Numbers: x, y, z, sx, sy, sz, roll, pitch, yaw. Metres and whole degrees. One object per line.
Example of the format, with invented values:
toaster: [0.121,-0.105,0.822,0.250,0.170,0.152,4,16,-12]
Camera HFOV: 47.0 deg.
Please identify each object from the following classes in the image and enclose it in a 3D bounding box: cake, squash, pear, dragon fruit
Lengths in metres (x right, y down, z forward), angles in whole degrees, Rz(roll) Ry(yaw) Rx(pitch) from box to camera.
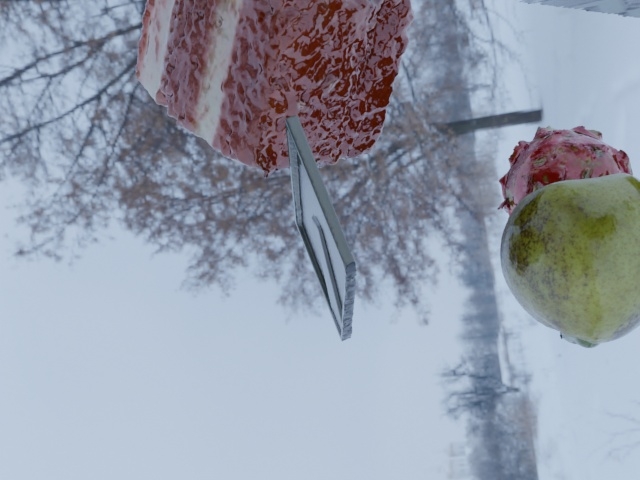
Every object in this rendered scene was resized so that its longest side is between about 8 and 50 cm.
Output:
cake: [-0.077,-0.285,1.049,0.269,0.319,0.270,-14,-50,-45]
squash: [0.450,0.159,1.281,0.183,0.052,0.052,54,-151,-84]
pear: [0.305,0.025,0.841,0.197,0.197,0.197,-8,-90,-77]
dragon fruit: [0.390,-0.071,1.154,0.268,0.210,0.205,-65,-13,-68]

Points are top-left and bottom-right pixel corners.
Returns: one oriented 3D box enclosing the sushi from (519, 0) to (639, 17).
sushi: [0.308,-0.213,0.474,0.294,0.292,0.059,-120,12,-67]

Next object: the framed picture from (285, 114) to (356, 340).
framed picture: [0.001,0.000,0.881,0.265,0.018,0.192,89,162,-67]
